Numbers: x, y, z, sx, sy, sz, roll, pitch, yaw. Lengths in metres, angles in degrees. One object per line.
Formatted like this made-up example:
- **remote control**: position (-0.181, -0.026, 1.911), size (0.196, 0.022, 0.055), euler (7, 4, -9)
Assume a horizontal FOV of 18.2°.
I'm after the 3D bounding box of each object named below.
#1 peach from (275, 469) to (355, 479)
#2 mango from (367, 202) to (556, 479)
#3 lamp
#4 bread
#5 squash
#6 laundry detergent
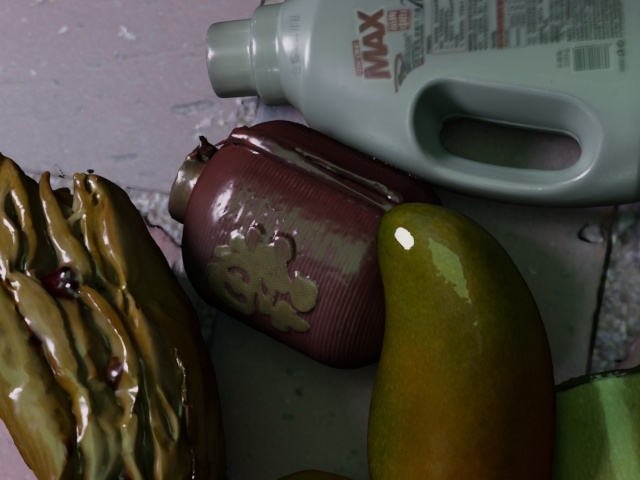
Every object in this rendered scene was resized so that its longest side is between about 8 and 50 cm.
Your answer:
- **peach**: position (-0.002, 0.271, 1.561), size (0.179, 0.103, 0.179), euler (4, 72, -13)
- **mango**: position (0.106, 0.115, 1.495), size (0.146, 0.129, 0.289), euler (21, 119, 39)
- **lamp**: position (0.000, 0.000, 1.600), size (0.258, 0.180, 0.180), euler (25, 82, 15)
- **bread**: position (-0.175, 0.086, 1.567), size (0.167, 0.277, 0.324), euler (-31, 70, -3)
- **squash**: position (0.248, 0.227, 1.525), size (0.132, 0.132, 0.247), euler (-13, 74, 7)
- **laundry detergent**: position (0.105, -0.148, 1.647), size (0.398, 0.125, 0.264), euler (-4, 78, 11)
